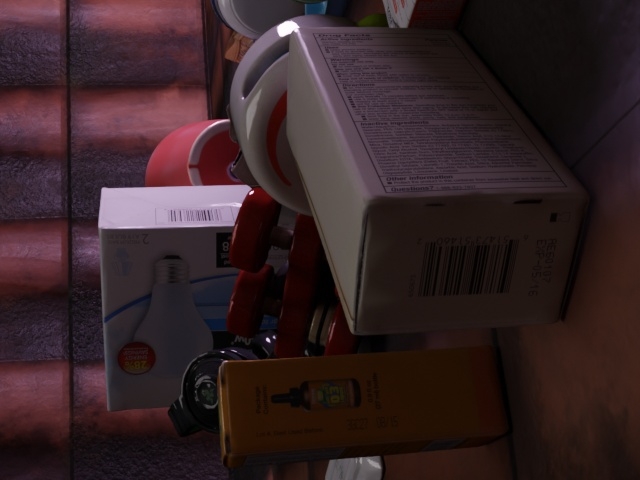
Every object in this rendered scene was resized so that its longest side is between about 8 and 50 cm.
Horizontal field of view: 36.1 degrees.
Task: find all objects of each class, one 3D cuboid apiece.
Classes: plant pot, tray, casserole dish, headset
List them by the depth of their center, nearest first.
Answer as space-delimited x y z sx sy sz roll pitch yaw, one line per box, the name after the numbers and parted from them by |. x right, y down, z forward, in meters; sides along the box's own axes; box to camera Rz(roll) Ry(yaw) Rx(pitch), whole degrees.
0.040 0.318 1.353 0.270 0.030 0.145 101 165 -48 | tray
0.009 -0.346 1.387 0.188 0.037 0.114 115 151 -69 | casserole dish
-0.086 0.236 1.557 0.185 0.243 0.394 60 143 12 | headset
-0.205 -0.130 2.018 0.243 0.275 0.275 168 101 -68 | plant pot

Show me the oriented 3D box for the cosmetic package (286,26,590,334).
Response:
0.072 -0.064 0.780 0.309 0.160 0.113 -107 18 -57 | cosmetic package

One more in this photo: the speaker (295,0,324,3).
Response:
0.009 -0.374 1.141 0.296 0.131 0.131 154 114 -78 | speaker

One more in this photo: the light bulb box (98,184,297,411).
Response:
-0.220 0.100 1.807 0.225 0.358 0.361 -112 22 -66 | light bulb box

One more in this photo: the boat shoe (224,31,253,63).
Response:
-0.127 -0.428 2.002 0.104 0.089 0.285 -67 10 -10 | boat shoe

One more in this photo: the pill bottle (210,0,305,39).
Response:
-0.103 -0.416 1.654 0.264 0.153 0.153 -126 36 -71 | pill bottle

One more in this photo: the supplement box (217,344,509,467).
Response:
0.031 0.139 0.821 0.080 0.233 0.078 115 151 -66 | supplement box

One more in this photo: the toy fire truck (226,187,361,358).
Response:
0.000 0.000 1.251 0.302 0.169 0.254 99 -170 -46 | toy fire truck

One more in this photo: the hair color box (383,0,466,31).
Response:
0.101 -0.251 0.881 0.167 0.053 0.093 109 156 -58 | hair color box

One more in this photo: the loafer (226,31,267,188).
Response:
-0.098 -0.200 1.621 0.366 0.130 0.134 100 -172 -50 | loafer

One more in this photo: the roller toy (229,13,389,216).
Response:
0.006 -0.125 1.022 0.146 0.191 0.209 -114 25 -61 | roller toy

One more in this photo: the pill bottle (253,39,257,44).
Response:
-0.092 -0.371 1.830 0.067 0.067 0.120 127 140 -73 | pill bottle
